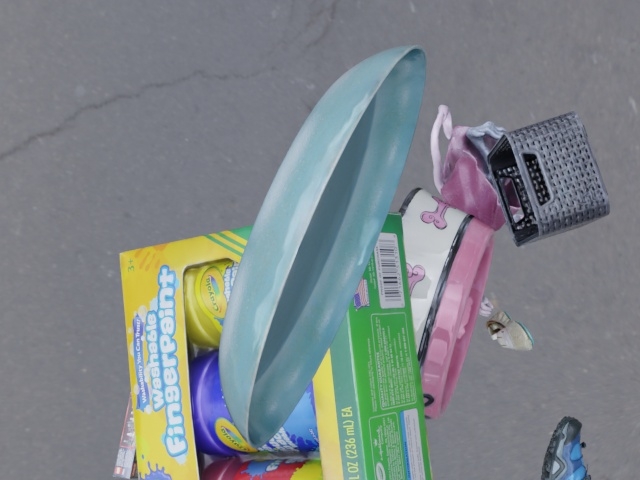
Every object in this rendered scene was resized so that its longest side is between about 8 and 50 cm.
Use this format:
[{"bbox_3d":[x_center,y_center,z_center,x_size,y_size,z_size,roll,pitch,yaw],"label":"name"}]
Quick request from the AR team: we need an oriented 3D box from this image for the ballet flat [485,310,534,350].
[{"bbox_3d":[0.331,0.168,1.682,0.052,0.168,0.057,-27,97,0],"label":"ballet flat"}]

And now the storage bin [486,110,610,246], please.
[{"bbox_3d":[0.261,-0.067,1.109,0.084,0.180,0.122,-18,84,2],"label":"storage bin"}]

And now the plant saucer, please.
[{"bbox_3d":[0.000,0.000,0.711,0.044,0.317,0.317,22,89,10],"label":"plant saucer"}]

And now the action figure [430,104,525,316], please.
[{"bbox_3d":[0.272,-0.033,1.872,0.276,0.248,0.370,27,131,3],"label":"action figure"}]

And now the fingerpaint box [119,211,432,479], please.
[{"bbox_3d":[-0.064,0.207,1.224,0.371,0.163,0.445,-10,82,35],"label":"fingerpaint box"}]

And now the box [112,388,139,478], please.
[{"bbox_3d":[-0.262,0.273,1.367,0.027,0.094,0.137,9,77,5],"label":"box"}]

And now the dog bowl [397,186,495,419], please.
[{"bbox_3d":[0.182,0.122,1.618,0.150,0.408,0.408,16,87,13],"label":"dog bowl"}]

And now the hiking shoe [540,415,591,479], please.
[{"bbox_3d":[0.488,0.492,1.811,0.132,0.113,0.304,7,75,9],"label":"hiking shoe"}]
